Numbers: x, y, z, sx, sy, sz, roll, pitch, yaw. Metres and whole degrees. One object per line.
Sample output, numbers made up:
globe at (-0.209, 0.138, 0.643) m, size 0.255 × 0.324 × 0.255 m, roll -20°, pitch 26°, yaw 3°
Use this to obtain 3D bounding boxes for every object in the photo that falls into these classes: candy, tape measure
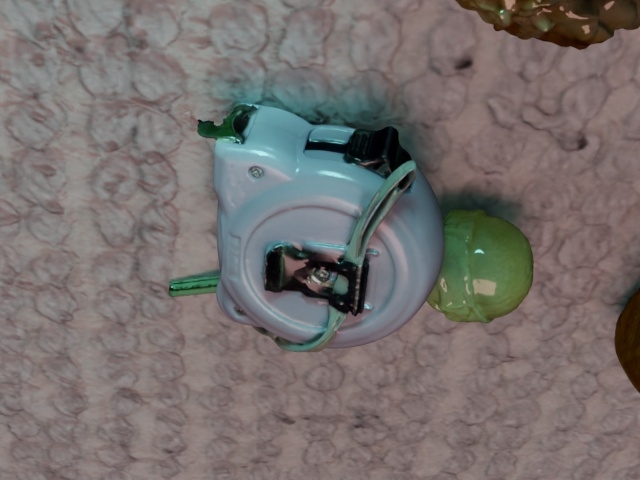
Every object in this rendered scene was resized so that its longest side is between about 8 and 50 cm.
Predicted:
candy at (0.017, 0.031, 1.134) m, size 0.335 × 0.092 × 0.093 m, roll -6°, pitch 161°, yaw 24°
tape measure at (0.003, -0.002, 1.001) m, size 0.178 × 0.105 × 0.196 m, roll 2°, pitch 124°, yaw 9°

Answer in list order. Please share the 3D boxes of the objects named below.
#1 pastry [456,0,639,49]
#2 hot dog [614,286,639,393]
pastry at (0.170, -0.213, 0.698) m, size 0.311 × 0.162 × 0.255 m, roll -5°, pitch 142°, yaw 6°
hot dog at (0.347, 0.073, 1.098) m, size 0.150 × 0.153 × 0.256 m, roll 10°, pitch 144°, yaw -13°
